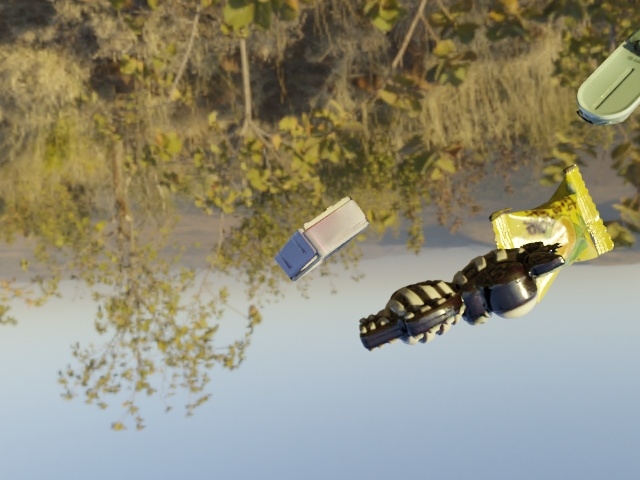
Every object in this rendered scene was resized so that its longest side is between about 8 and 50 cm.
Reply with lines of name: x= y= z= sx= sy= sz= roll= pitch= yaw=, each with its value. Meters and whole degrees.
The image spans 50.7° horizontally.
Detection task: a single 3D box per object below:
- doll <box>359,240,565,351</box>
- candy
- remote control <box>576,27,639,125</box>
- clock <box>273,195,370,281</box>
doll: x=0.142 y=0.057 z=0.674 sx=0.219 sy=0.067 sz=0.091 roll=-25 pitch=-175 yaw=6
candy: x=0.418 y=-0.012 z=1.220 sx=0.297 sy=0.187 sz=0.081 roll=-25 pitch=-175 yaw=-34
remote control: x=0.569 y=-0.305 z=1.237 sx=0.104 sy=0.247 sz=0.052 roll=40 pitch=169 yaw=34
clock: x=-0.001 y=0.000 z=1.374 sx=0.145 sy=0.073 sz=0.193 roll=-36 pitch=176 yaw=-27
